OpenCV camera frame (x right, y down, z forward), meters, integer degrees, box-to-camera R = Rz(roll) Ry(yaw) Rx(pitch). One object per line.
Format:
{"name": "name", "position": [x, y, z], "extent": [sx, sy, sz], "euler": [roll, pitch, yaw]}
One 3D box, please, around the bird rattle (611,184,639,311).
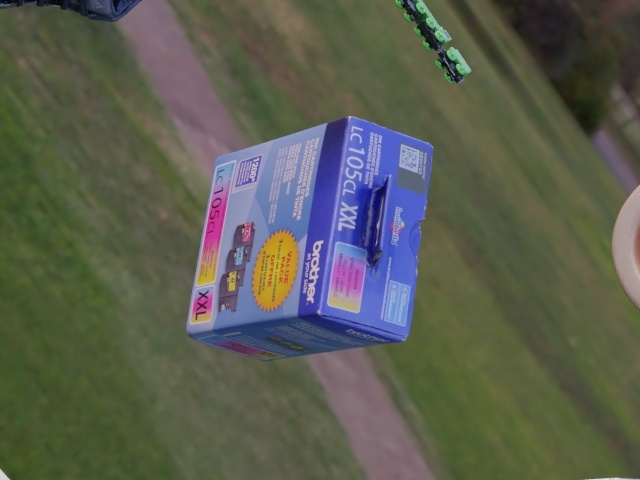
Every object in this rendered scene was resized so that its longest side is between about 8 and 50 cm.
{"name": "bird rattle", "position": [0.375, -0.012, 1.723], "extent": [0.143, 0.207, 0.253], "euler": [0, 66, -61]}

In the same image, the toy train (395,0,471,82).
{"name": "toy train", "position": [0.085, -0.155, 1.335], "extent": [0.083, 0.017, 0.024], "euler": [57, 31, 1]}

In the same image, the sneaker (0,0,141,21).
{"name": "sneaker", "position": [-0.236, -0.252, 1.607], "extent": [0.111, 0.300, 0.121], "euler": [84, -17, -55]}

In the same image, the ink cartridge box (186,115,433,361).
{"name": "ink cartridge box", "position": [0.000, 0.000, 2.331], "extent": [0.151, 0.395, 0.270], "euler": [18, 73, -33]}

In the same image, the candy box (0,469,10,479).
{"name": "candy box", "position": [-0.348, 0.248, 1.501], "extent": [0.105, 0.027, 0.206], "euler": [44, 46, 15]}

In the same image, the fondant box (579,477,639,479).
{"name": "fondant box", "position": [0.304, 0.409, 1.797], "extent": [0.238, 0.096, 0.330], "euler": [19, 63, -66]}
